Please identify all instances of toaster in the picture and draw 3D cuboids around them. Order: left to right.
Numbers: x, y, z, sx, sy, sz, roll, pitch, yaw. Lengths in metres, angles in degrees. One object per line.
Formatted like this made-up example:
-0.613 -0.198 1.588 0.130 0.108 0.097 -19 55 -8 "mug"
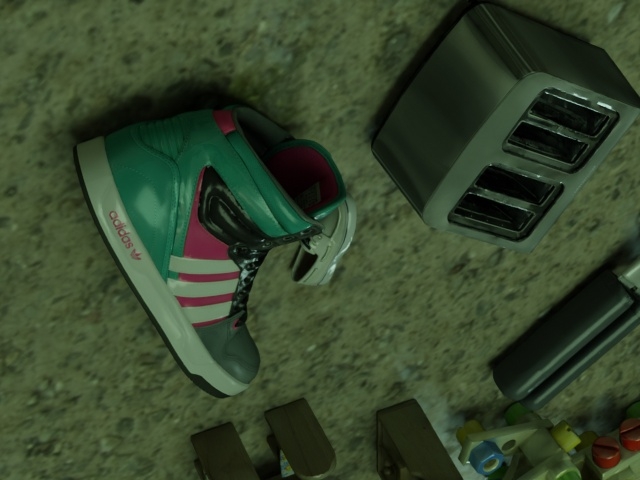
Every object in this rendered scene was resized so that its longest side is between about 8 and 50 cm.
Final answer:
0.148 -0.094 1.371 0.186 0.110 0.168 15 120 -39 "toaster"

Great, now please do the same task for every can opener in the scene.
0.293 0.072 1.638 0.280 0.093 0.074 -39 139 16 "can opener"

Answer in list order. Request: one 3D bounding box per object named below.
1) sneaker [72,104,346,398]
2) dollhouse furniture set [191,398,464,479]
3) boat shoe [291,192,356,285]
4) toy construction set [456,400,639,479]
-0.059 -0.001 1.342 0.178 0.123 0.295 -22 137 4 "sneaker"
0.015 0.275 1.613 0.242 0.161 0.212 -18 137 -15 "dollhouse furniture set"
0.000 0.000 1.435 0.035 0.035 0.100 -4 138 -31 "boat shoe"
0.309 0.222 1.756 0.328 0.151 0.215 -16 137 0 "toy construction set"
